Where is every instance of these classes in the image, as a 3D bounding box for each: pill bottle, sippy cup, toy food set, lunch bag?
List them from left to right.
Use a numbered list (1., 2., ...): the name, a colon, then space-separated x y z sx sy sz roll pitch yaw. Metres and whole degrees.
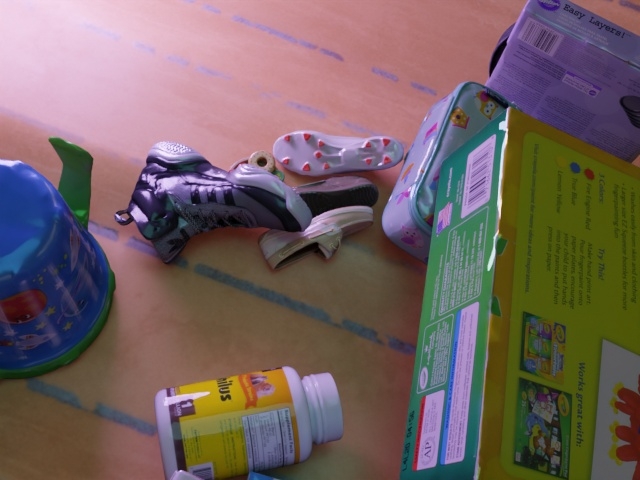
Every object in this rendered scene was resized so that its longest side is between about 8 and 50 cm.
1. sippy cup: -0.378 0.023 0.935 0.239 0.224 0.306 -10 65 -14
2. pill bottle: -0.086 0.219 0.939 0.214 0.117 0.117 -8 65 -13
3. toy food set: -0.095 -0.090 1.146 0.083 0.020 0.083 -23 69 -19
4. lunch bag: 0.231 -0.078 1.118 0.224 0.108 0.279 32 64 -12

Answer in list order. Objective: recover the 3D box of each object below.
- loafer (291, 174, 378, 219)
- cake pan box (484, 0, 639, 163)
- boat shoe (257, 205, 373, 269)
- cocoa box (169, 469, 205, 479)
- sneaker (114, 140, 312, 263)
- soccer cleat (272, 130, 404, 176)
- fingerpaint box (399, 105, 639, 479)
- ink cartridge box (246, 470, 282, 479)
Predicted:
1. loafer: 0.010 -0.061 1.132 0.147 0.056 0.050 -7 28 -4
2. cake pan box: 0.372 -0.217 1.154 0.266 0.246 0.070 29 59 8
3. boat shoe: 0.000 0.000 1.096 0.169 0.063 0.059 -17 70 -6
4. cocoa box: -0.086 0.394 0.723 0.227 0.347 0.232 26 62 5
5. sneaker: -0.151 -0.029 1.052 0.268 0.101 0.153 21 67 23
6. soccer cleat: 0.028 -0.127 1.165 0.196 0.076 0.068 2 90 13
7. fingerpaint box: 0.311 0.123 0.925 0.370 0.163 0.445 20 62 -17
8. ink cartridge box: -0.033 0.318 0.913 0.122 0.088 0.052 15 62 -1
